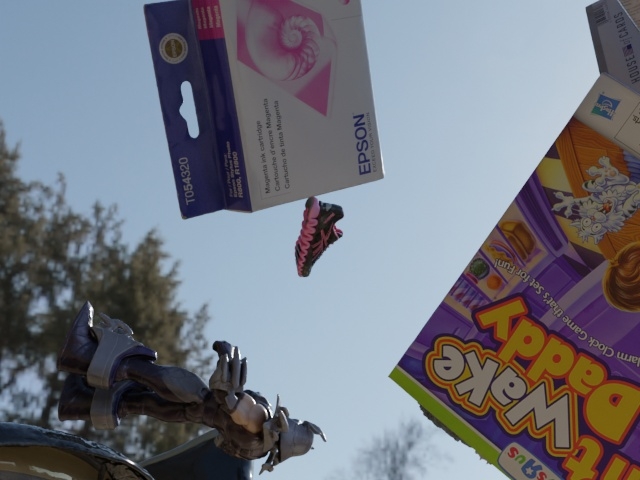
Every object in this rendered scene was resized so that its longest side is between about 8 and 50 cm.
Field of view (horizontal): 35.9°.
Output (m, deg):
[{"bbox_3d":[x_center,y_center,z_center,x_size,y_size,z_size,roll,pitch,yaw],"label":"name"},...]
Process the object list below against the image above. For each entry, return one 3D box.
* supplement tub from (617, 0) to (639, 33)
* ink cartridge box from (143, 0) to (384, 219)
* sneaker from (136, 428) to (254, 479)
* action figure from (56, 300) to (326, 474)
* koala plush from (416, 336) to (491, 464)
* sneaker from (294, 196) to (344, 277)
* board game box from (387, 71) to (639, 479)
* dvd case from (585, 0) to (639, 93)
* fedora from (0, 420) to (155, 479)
[{"bbox_3d":[0.307,-0.211,0.870,0.071,0.071,0.107,-28,-75,43],"label":"supplement tub"},{"bbox_3d":[-0.073,-0.216,1.477,0.330,0.324,0.071,-17,17,-27],"label":"ink cartridge box"},{"bbox_3d":[-0.175,0.311,1.150,0.222,0.118,0.083,-34,-64,7],"label":"sneaker"},{"bbox_3d":[-0.129,0.164,1.026,0.285,0.099,0.185,17,-42,5],"label":"action figure"},{"bbox_3d":[0.217,0.166,1.131,0.203,0.196,0.221,13,-10,22],"label":"koala plush"},{"bbox_3d":[0.000,0.000,1.261,0.057,0.047,0.119,5,-54,-15],"label":"sneaker"},{"bbox_3d":[0.246,0.095,0.577,0.233,0.347,0.078,-57,-21,14],"label":"board game box"},{"bbox_3d":[0.378,-0.213,0.934,0.239,0.179,0.029,-23,-46,28],"label":"dvd case"},{"bbox_3d":[-0.283,0.268,0.796,0.334,0.152,0.334,-4,-32,-2],"label":"fedora"}]
